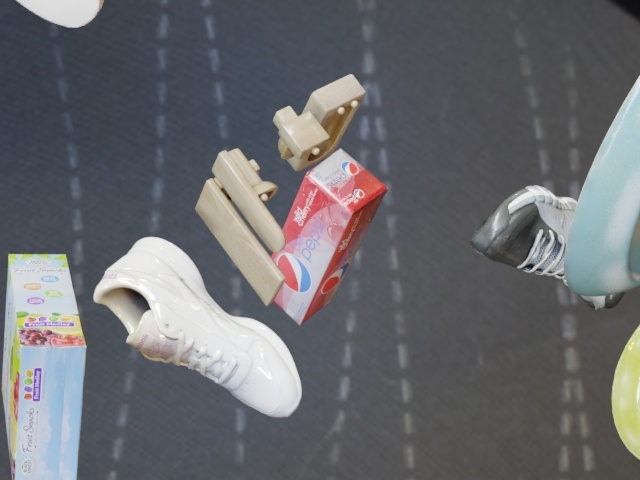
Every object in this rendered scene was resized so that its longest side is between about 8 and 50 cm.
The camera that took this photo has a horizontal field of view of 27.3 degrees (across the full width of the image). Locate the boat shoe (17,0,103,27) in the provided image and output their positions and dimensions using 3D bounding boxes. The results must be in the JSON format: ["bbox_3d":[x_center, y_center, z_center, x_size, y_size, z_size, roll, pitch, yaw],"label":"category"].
[{"bbox_3d":[-0.203,-0.220,0.851,0.184,0.066,0.063,44,32,-12],"label":"boat shoe"}]

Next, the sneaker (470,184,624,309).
[{"bbox_3d":[0.252,0.016,1.349,0.132,0.086,0.229,48,26,21],"label":"sneaker"}]

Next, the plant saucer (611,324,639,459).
[{"bbox_3d":[0.464,0.172,1.620,0.037,0.241,0.240,29,53,-32],"label":"plant saucer"}]

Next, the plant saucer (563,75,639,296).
[{"bbox_3d":[0.319,-0.080,1.147,0.317,0.044,0.317,-41,150,-30],"label":"plant saucer"}]

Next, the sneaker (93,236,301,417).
[{"bbox_3d":[-0.162,0.135,1.693,0.305,0.114,0.152,40,39,8],"label":"sneaker"}]

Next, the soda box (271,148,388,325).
[{"bbox_3d":[0.000,0.000,1.860,0.083,0.092,0.263,-36,160,-38],"label":"soda box"}]

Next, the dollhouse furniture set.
[{"bbox_3d":[-0.012,-0.048,1.267,0.151,0.144,0.123,-29,74,-29],"label":"dollhouse furniture set"}]

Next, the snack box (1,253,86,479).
[{"bbox_3d":[-0.289,0.134,1.365,0.207,0.070,0.174,-121,-144,-62],"label":"snack box"}]
